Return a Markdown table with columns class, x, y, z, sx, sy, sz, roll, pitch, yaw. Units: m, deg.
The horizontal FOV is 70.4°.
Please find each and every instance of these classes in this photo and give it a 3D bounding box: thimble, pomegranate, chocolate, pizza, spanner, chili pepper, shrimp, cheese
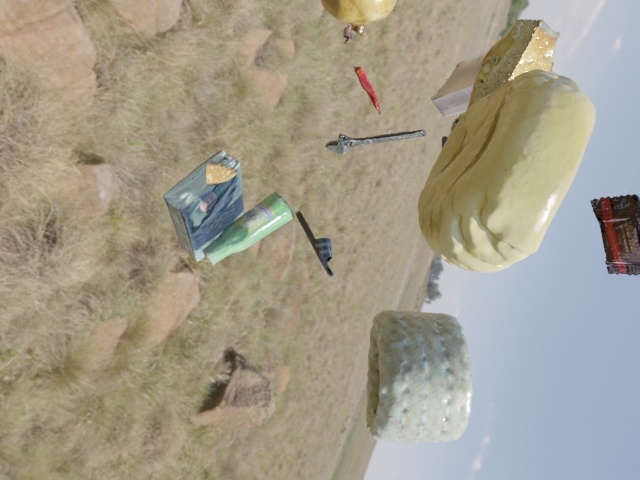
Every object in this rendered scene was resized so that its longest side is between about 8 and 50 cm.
| class | x | y | z | sx | sy | sz | roll | pitch | yaw |
| --- | --- | --- | --- | --- | --- | --- | --- | --- | --- |
| thimble | 0.207 | 0.303 | 1.004 | 0.291 | 0.195 | 0.292 | 3 | 90 | -88 |
| pomegranate | 0.139 | -0.888 | 1.550 | 0.307 | 0.307 | 0.308 | 20 | 90 | -77 |
| chocolate | -0.224 | -0.031 | 1.379 | 0.291 | 0.110 | 0.110 | -37 | 154 | -19 |
| pizza | -0.248 | -0.172 | 1.094 | 0.025 | 0.083 | 0.078 | -100 | 170 | -48 |
| spanner | 0.165 | -0.312 | 1.412 | 0.093 | 0.325 | 0.026 | 42 | 50 | -60 |
| chili pepper | 0.151 | -0.473 | 1.416 | 0.178 | 0.027 | 0.045 | 62 | 21 | -7 |
| shrimp | 0.073 | -0.541 | 1.183 | 0.092 | 0.029 | 0.038 | -76 | 168 | -48 |
| pizza | 0.303 | -0.249 | 0.730 | 0.204 | 0.080 | 0.188 | -6 | 129 | -43 |
| cheese | 0.199 | -0.078 | 0.503 | 0.214 | 0.117 | 0.226 | -69 | -177 | -71 |
| chocolate | 0.578 | -0.007 | 0.866 | 0.028 | 0.086 | 0.183 | -46 | 116 | -36 |

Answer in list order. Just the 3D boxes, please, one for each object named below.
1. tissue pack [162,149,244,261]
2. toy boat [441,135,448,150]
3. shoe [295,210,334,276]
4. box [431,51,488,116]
| class | x | y | z | sx | sy | sz | roll | pitch | yaw |
| --- | --- | --- | --- | --- | --- | --- | --- | --- | --- |
| tissue pack | -0.337 | -0.098 | 1.366 | 0.228 | 0.103 | 0.316 | -45 | 165 | -25 |
| toy boat | 0.316 | -0.128 | 0.991 | 0.080 | 0.045 | 0.229 | -37 | -120 | 46 |
| shoe | 0.000 | 0.000 | 1.094 | 0.049 | 0.179 | 0.071 | -28 | 172 | -1 |
| box | 0.563 | -0.580 | 1.662 | 0.203 | 0.106 | 0.251 | -52 | -159 | -16 |
